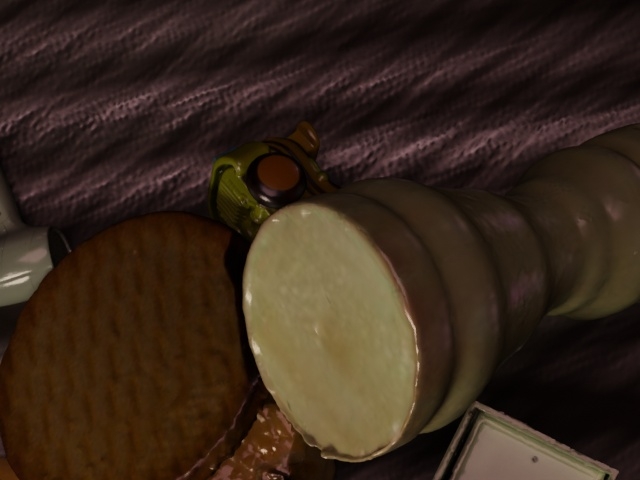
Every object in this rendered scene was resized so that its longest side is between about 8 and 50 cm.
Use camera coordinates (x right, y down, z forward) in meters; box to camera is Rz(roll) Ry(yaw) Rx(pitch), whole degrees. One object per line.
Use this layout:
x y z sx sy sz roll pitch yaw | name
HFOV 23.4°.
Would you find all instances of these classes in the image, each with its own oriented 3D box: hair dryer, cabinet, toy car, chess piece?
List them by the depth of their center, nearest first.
0.163 0.020 1.381 0.442 0.234 0.234 -19 75 -37 | chess piece
0.177 0.249 1.440 0.145 0.206 0.150 26 84 11 | cabinet
0.000 0.000 1.528 0.142 0.200 0.248 -30 72 -25 | toy car
-0.381 -0.031 1.643 0.206 0.075 0.237 -18 71 10 | hair dryer

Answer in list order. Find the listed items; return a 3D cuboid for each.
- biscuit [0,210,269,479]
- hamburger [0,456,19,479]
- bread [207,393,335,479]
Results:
-0.177 0.116 1.479 0.318 0.040 0.318 -15 56 23 | biscuit
-0.334 0.371 1.511 0.304 0.174 0.284 -32 66 -6 | hamburger
-0.096 0.237 1.517 0.244 0.134 0.244 -1 83 5 | bread
